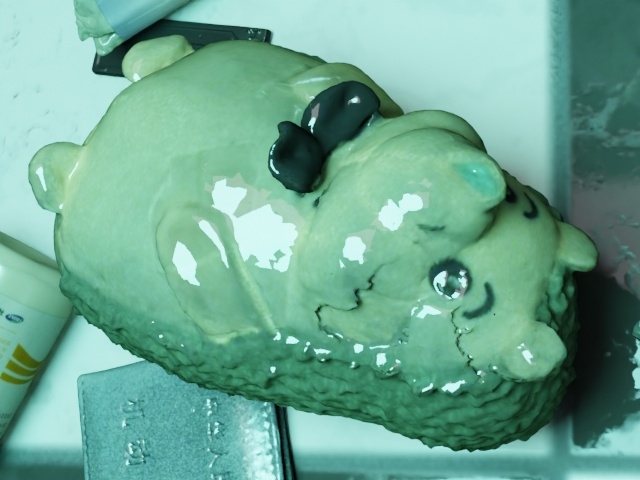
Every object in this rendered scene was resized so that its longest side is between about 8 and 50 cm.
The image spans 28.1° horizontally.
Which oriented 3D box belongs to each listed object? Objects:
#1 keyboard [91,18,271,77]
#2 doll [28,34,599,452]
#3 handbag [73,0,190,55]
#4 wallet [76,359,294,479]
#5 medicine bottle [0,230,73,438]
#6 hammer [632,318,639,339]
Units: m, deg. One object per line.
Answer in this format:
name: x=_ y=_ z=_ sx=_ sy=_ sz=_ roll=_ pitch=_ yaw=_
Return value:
keyboard: x=-0.111 y=-0.148 z=1.005 sx=0.155 sy=0.010 sz=0.053 roll=10 pitch=82 yaw=25
doll: x=0.000 y=0.000 z=0.798 sx=0.349 sy=0.247 sz=0.247 roll=28 pitch=89 yaw=18
handbag: x=-0.131 y=-0.232 z=0.985 sx=0.173 sy=0.095 sz=0.117 roll=-32 pitch=63 yaw=3
wallet: x=-0.092 y=0.184 z=0.900 sx=0.167 sy=0.036 sz=0.222 roll=-15 pitch=71 yaw=19
medicine bottle: x=-0.286 y=0.115 z=0.957 sx=0.114 sy=0.114 sz=0.252 roll=29 pitch=90 yaw=26
hammer: x=0.271 y=0.004 z=0.788 sx=0.062 sy=0.017 sz=0.182 roll=39 pitch=102 yaw=23
